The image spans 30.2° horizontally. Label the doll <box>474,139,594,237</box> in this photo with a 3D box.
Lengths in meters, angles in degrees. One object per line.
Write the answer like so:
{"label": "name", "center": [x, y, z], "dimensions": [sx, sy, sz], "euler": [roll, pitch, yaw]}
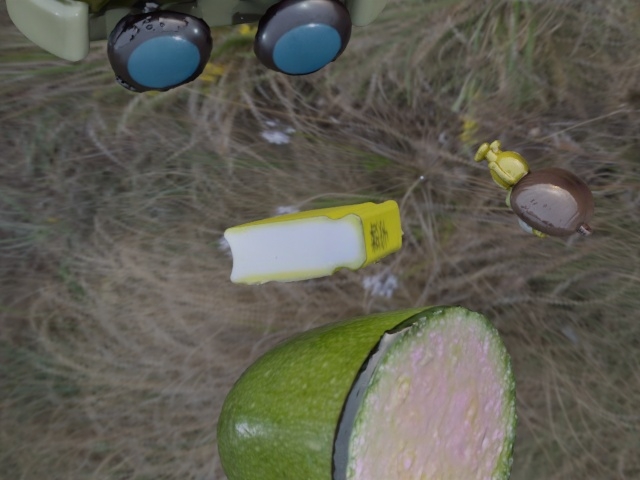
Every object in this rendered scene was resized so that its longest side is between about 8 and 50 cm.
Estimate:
{"label": "doll", "center": [0.307, -0.069, 1.674], "dimensions": [0.188, 0.145, 0.096], "euler": [52, 122, 40]}

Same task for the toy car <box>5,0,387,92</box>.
{"label": "toy car", "center": [-0.068, -0.222, 0.668], "dimensions": [0.247, 0.198, 0.204], "euler": [-10, 57, -14]}

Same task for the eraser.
{"label": "eraser", "center": [0.000, 0.000, 1.353], "dimensions": [0.158, 0.226, 0.069], "euler": [-5, 94, 17]}

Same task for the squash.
{"label": "squash", "center": [0.022, 0.204, 1.375], "dimensions": [0.308, 0.310, 0.310], "euler": [9, 95, 45]}
